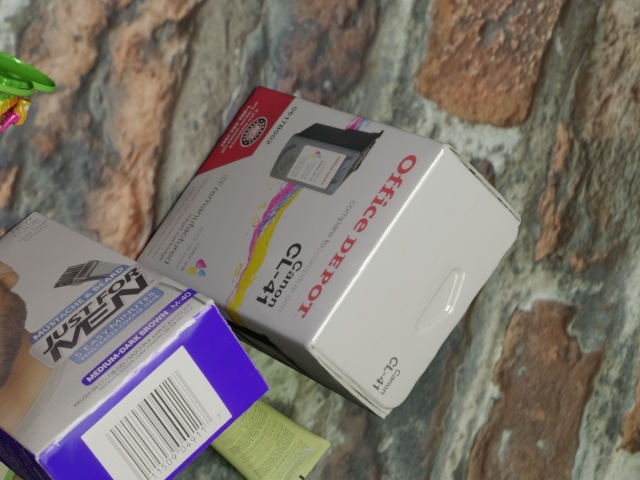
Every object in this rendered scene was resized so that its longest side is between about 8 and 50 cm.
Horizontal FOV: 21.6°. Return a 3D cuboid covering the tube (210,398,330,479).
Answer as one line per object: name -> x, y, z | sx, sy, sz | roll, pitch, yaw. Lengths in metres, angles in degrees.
tube -> -0.083, 0.189, 1.709 | 0.070, 0.062, 0.240 | -26, 134, 23

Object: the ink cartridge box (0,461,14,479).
ink cartridge box -> -0.406, 0.234, 1.496 | 0.235, 0.056, 0.171 | 26, 87, -33

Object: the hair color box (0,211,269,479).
hair color box -> -0.215, 0.101, 1.414 | 0.185, 0.339, 0.110 | -42, 120, -18

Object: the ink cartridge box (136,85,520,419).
ink cartridge box -> 0.000, 0.000, 1.555 | 0.131, 0.306, 0.226 | 42, 78, -35

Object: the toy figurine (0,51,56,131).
toy figurine -> -0.326, -0.089, 1.449 | 0.159, 0.130, 0.173 | -61, 154, 11
